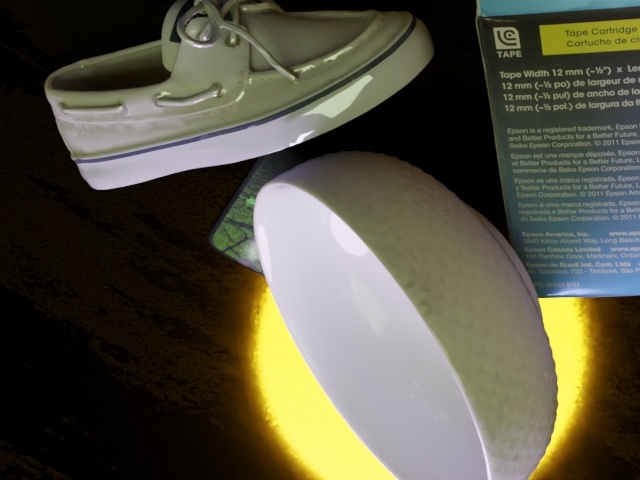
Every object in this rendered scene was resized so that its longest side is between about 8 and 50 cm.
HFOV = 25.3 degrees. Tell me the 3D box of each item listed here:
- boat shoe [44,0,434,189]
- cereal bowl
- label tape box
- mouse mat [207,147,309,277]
[{"bbox_3d":[-0.089,-0.161,1.208,0.367,0.136,0.156,-11,120,34],"label":"boat shoe"},{"bbox_3d":[0.091,0.064,1.241,0.339,0.141,0.339,49,160,25],"label":"cereal bowl"},{"bbox_3d":[0.266,-0.120,1.145,0.249,0.115,0.348,-2,124,17],"label":"label tape box"},{"bbox_3d":[0.000,0.000,1.374,0.189,0.007,0.153,29,128,-9],"label":"mouse mat"}]
